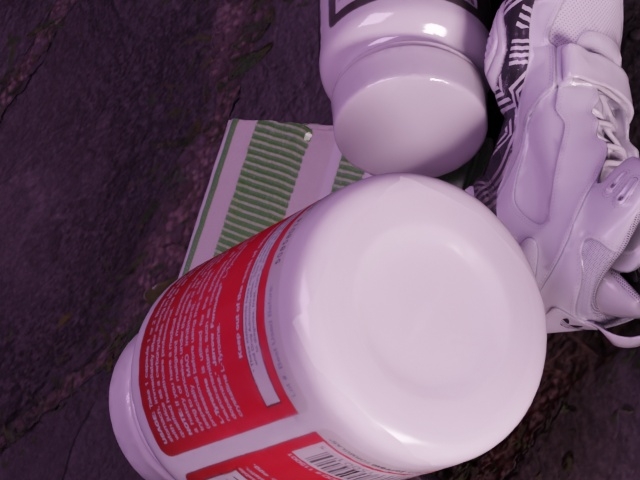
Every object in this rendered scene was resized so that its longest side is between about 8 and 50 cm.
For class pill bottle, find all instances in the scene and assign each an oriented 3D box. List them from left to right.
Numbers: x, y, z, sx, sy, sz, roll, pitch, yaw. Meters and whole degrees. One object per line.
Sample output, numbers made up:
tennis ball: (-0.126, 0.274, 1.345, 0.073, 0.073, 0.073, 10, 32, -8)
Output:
pill bottle: (-0.016, 0.103, 1.610, 0.408, 0.229, 0.229, -26, 48, 56)
pill bottle: (0.078, -0.201, 1.781, 0.161, 0.161, 0.283, -27, 43, 28)

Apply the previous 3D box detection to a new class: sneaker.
sneaker: (0.238, -0.080, 1.621, 0.210, 0.137, 0.365, 9, 78, 43)

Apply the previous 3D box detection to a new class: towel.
towel: (0.000, 0.000, 1.853, 0.325, 0.038, 0.247, 6, 72, 41)

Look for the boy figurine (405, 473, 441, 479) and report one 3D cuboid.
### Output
boy figurine: (0.013, 0.314, 1.624, 0.285, 0.092, 0.177, -43, 48, 10)
